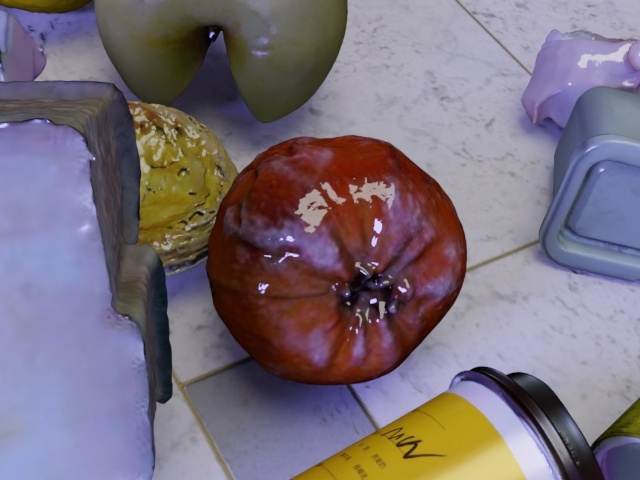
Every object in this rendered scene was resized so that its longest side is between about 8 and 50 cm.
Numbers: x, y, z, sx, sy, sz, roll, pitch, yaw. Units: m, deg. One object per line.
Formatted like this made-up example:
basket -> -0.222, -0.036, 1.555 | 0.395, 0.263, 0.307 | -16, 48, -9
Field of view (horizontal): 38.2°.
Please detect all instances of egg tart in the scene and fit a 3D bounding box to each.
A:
egg tart -> -0.197, -0.045, 0.952 | 0.234, 0.094, 0.234 | 6, 52, -8

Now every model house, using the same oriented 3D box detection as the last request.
model house -> -0.236, 0.028, 0.720 | 0.243, 0.298, 0.284 | -1, 19, 0

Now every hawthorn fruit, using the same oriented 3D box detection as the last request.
hawthorn fruit -> 0.000, 0.000, 0.883 | 0.242, 0.242, 0.271 | -5, 24, -17

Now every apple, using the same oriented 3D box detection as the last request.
apple -> -0.110, -0.276, 1.067 | 0.292, 0.292, 0.254 | 8, 44, -5

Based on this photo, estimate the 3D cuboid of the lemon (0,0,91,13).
lemon -> -0.366, -0.412, 1.126 | 0.310, 0.258, 0.258 | 30, 50, 11

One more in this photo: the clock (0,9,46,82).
clock -> -0.396, -0.108, 0.915 | 0.248, 0.090, 0.227 | -21, 50, 9

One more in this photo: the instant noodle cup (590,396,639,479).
instant noodle cup -> 0.368, 0.200, 0.773 | 0.200, 0.264, 0.264 | -30, 61, -23

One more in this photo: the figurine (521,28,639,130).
figurine -> 0.397, -0.190, 1.176 | 0.276, 0.200, 0.133 | 9, 87, 2

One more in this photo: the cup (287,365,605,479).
cup -> 0.076, 0.226, 0.726 | 0.280, 0.196, 0.196 | -20, 56, -18

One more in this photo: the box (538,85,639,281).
box -> 0.416, -0.061, 1.059 | 0.312, 0.175, 0.182 | 14, 40, 0
